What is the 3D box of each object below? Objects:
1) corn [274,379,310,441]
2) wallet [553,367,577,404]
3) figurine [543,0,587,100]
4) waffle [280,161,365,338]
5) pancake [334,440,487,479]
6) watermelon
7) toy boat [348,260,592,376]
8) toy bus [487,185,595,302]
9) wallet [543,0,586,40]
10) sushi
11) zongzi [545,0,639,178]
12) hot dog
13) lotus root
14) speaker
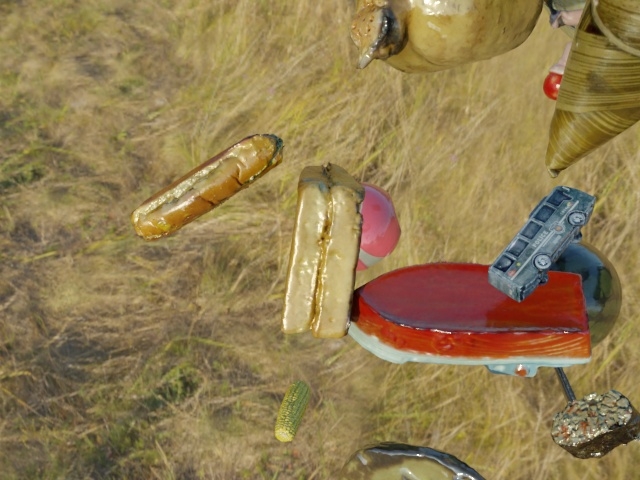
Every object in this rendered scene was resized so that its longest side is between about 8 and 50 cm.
[{"bbox_3d":[-0.071,0.438,1.618,0.067,0.067,0.206,14,29,6],"label":"corn"},{"bbox_3d":[0.722,0.435,1.834,0.025,0.124,0.244,-21,62,11],"label":"wallet"},{"bbox_3d":[0.371,-0.319,0.800,0.186,0.287,0.176,13,16,13],"label":"figurine"},{"bbox_3d":[0.000,0.000,0.958,0.098,0.224,0.327,8,12,-4],"label":"waffle"},{"bbox_3d":[0.120,0.379,0.755,0.294,0.294,0.049,37,27,24],"label":"pancake"},{"bbox_3d":[0.386,0.091,1.031,0.212,0.212,0.212,4,47,-4],"label":"watermelon"},{"bbox_3d":[0.194,0.117,0.866,0.332,0.133,0.145,2,45,13],"label":"toy boat"},{"bbox_3d":[0.282,0.001,0.791,0.065,0.047,0.166,33,71,31],"label":"toy bus"},{"bbox_3d":[0.641,-0.613,1.598,0.077,0.309,0.223,-44,58,8],"label":"wallet"},{"bbox_3d":[0.493,0.330,1.117,0.078,0.150,0.090,41,31,-28],"label":"sushi"},{"bbox_3d":[0.322,-0.223,0.604,0.134,0.288,0.286,30,51,12],"label":"zongzi"},{"bbox_3d":[-0.172,-0.084,0.951,0.269,0.115,0.072,-30,93,10],"label":"hot dog"},{"bbox_3d":[0.129,-0.244,0.633,0.257,0.140,0.154,-19,20,-36],"label":"lotus root"},{"bbox_3d":[0.111,-0.040,2.004,0.294,0.294,0.294,4,47,-4],"label":"speaker"}]
